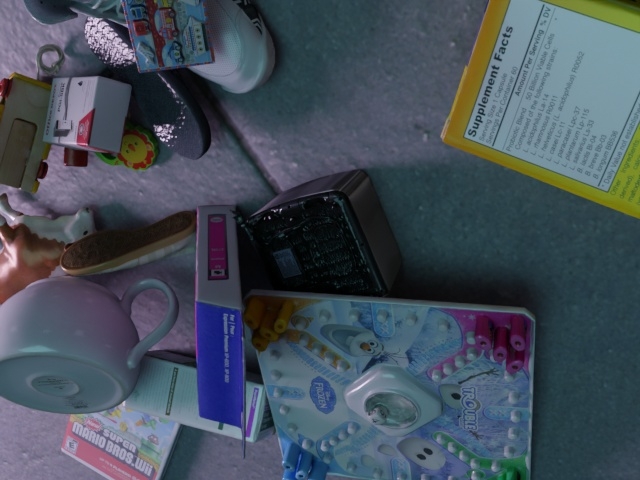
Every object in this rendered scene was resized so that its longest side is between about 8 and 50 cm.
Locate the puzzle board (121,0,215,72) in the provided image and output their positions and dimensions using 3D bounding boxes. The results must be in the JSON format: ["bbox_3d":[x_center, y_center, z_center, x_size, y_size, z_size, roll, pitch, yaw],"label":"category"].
[{"bbox_3d":[-0.183,-0.261,1.003,0.096,0.011,0.128,-8,136,-4],"label":"puzzle board"}]

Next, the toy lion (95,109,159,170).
[{"bbox_3d":[-0.296,-0.143,1.258,0.100,0.034,0.096,-26,110,30],"label":"toy lion"}]

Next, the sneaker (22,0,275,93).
[{"bbox_3d":[-0.236,-0.300,1.051,0.366,0.210,0.137,41,122,0],"label":"sneaker"}]

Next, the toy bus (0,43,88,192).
[{"bbox_3d":[-0.461,-0.173,1.263,0.104,0.202,0.191,14,131,51],"label":"toy bus"}]

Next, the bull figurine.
[{"bbox_3d":[-0.496,0.025,1.379,0.188,0.101,0.310,47,118,2],"label":"bull figurine"}]

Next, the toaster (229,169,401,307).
[{"bbox_3d":[0.000,0.000,1.154,0.168,0.110,0.186,-17,107,27],"label":"toaster"}]

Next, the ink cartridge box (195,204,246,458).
[{"bbox_3d":[-0.134,0.104,1.119,0.069,0.371,0.176,-2,116,-9],"label":"ink cartridge box"}]

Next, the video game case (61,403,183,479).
[{"bbox_3d":[-0.354,0.330,1.508,0.204,0.025,0.285,28,121,8],"label":"video game case"}]

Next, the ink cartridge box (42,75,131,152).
[{"bbox_3d":[-0.335,-0.180,1.191,0.135,0.056,0.099,9,90,45],"label":"ink cartridge box"}]

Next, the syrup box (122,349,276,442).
[{"bbox_3d":[-0.186,0.247,1.342,0.236,0.093,0.096,12,90,17],"label":"syrup box"}]

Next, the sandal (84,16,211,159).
[{"bbox_3d":[-0.230,-0.228,1.172,0.254,0.054,0.097,52,139,5],"label":"sandal"}]

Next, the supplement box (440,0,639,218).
[{"bbox_3d":[0.341,-0.153,0.880,0.356,0.195,0.194,24,120,14],"label":"supplement box"}]

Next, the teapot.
[{"bbox_3d":[-0.383,0.139,1.279,0.256,0.187,0.252,21,140,-24],"label":"teapot"}]

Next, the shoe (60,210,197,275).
[{"bbox_3d":[-0.284,0.017,1.271,0.219,0.077,0.058,-16,136,-1],"label":"shoe"}]

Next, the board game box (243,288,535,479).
[{"bbox_3d":[0.101,0.241,1.190,0.389,0.050,0.390,3,129,16],"label":"board game box"}]
